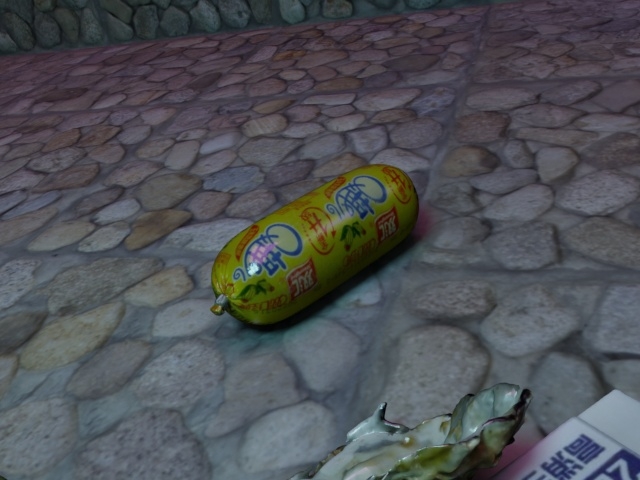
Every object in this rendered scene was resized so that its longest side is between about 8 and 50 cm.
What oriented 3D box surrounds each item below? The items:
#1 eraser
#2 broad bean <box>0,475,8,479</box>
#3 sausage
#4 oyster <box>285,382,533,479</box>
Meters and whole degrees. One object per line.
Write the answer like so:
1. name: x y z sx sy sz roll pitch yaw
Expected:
1. eraser: 0.199 0.207 0.489 0.210 0.068 0.124 -26 30 -22
2. broad bean: -0.257 0.271 0.537 0.207 0.072 0.153 20 56 40
3. sausage: 0.000 0.000 0.845 0.347 0.123 0.123 -32 36 -31
4. oyster: 0.054 0.185 0.514 0.214 0.083 0.223 -25 -9 -35
